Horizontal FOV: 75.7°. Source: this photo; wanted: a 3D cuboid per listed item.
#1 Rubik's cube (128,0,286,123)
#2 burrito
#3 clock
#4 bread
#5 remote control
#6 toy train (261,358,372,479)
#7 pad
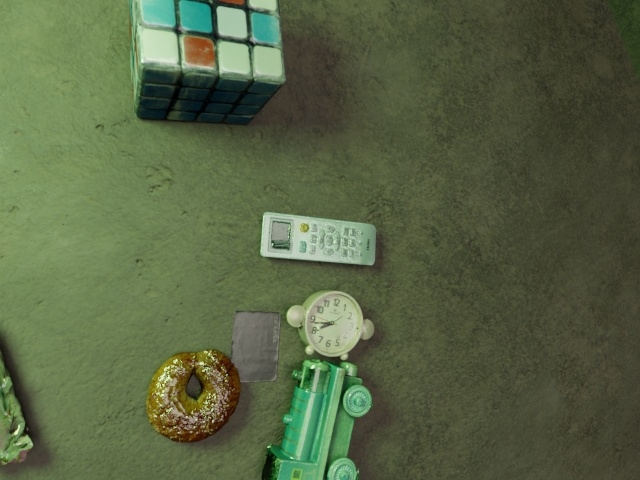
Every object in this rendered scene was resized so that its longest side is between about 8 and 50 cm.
[{"bbox_3d":[-0.233,-0.391,0.801,0.256,0.259,0.254,-4,89,-25],"label":"Rubik's cube"},{"bbox_3d":[-0.576,0.235,0.692,0.096,0.066,0.310,-22,92,-22],"label":"burrito"},{"bbox_3d":[0.022,0.197,0.980,0.229,0.063,0.156,14,83,-21],"label":"clock"},{"bbox_3d":[-0.254,0.315,0.838,0.193,0.064,0.194,4,81,-23],"label":"bread"},{"bbox_3d":[0.000,0.000,0.991,0.293,0.051,0.103,6,82,-21],"label":"remote control"},{"bbox_3d":[-0.005,0.415,0.919,0.194,0.120,0.299,17,79,-18],"label":"toy train"},{"bbox_3d":[-0.146,0.239,0.927,0.112,0.003,0.157,6,83,-25],"label":"pad"}]
